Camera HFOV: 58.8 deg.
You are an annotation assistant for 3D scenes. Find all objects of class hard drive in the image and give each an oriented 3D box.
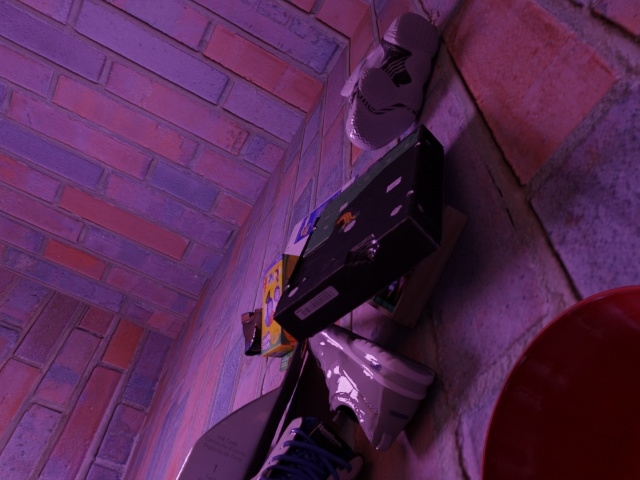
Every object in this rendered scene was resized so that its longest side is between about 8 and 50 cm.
[{"bbox_3d":[0.069,-0.024,0.813,0.237,0.064,0.339,-38,15,27],"label":"hard drive"}]

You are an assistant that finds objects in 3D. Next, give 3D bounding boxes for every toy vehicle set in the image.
[{"bbox_3d":[0.113,0.023,0.864,0.165,0.035,0.267,-64,14,-1],"label":"toy vehicle set"}]

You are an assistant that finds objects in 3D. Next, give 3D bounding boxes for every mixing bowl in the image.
[{"bbox_3d":[0.183,0.126,0.304,0.181,0.098,0.181,-56,15,24],"label":"mixing bowl"}]

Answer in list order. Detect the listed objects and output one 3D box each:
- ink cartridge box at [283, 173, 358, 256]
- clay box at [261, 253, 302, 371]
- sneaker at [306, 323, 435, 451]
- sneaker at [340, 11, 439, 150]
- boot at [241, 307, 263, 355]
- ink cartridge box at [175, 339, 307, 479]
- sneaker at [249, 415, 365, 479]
[{"bbox_3d":[0.000,0.000,1.254,0.371,0.069,0.175,-38,30,64],"label":"ink cartridge box"},{"bbox_3d":[-0.081,0.153,1.187,0.127,0.053,0.221,136,139,-57],"label":"clay box"},{"bbox_3d":[0.033,0.178,0.735,0.115,0.105,0.281,-65,15,-7],"label":"sneaker"},{"bbox_3d":[0.124,-0.305,1.221,0.210,0.137,0.365,-40,23,60],"label":"sneaker"},{"bbox_3d":[-0.132,0.221,1.371,0.219,0.082,0.106,-28,60,60],"label":"boot"},{"bbox_3d":[-0.119,0.290,0.895,0.308,0.091,0.384,95,-164,-69],"label":"ink cartridge box"},{"bbox_3d":[-0.045,0.289,0.645,0.182,0.128,0.315,-58,-16,-11],"label":"sneaker"}]
